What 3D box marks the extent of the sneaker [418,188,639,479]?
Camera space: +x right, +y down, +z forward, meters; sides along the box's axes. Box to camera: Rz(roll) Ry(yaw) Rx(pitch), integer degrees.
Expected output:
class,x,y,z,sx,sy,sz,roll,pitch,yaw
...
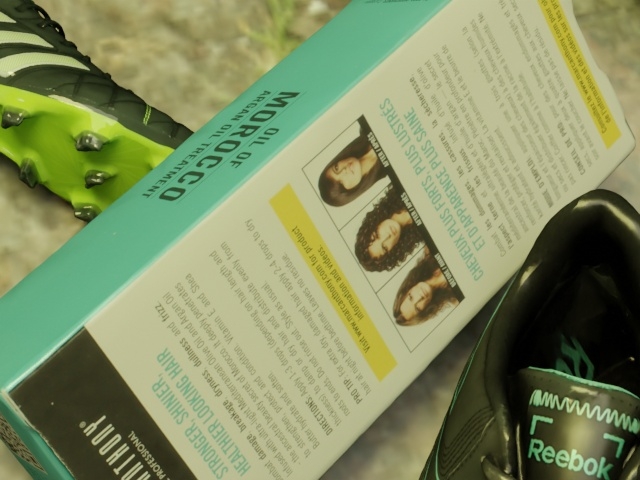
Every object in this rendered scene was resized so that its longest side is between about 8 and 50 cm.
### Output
class,x,y,z,sx,sy,sz,roll,pitch,yaw
sneaker,0.056,0.102,0.400,0.101,0.106,0.267,11,55,10

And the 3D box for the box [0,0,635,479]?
class,x,y,z,sx,sy,sz,roll,pitch,yaw
box,0.000,0.000,0.454,0.244,0.060,0.100,-43,118,-23

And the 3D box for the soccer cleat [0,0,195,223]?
class,x,y,z,sx,sy,sz,roll,pitch,yaw
soccer cleat,-0.108,-0.060,0.484,0.179,0.060,0.072,23,53,-1
